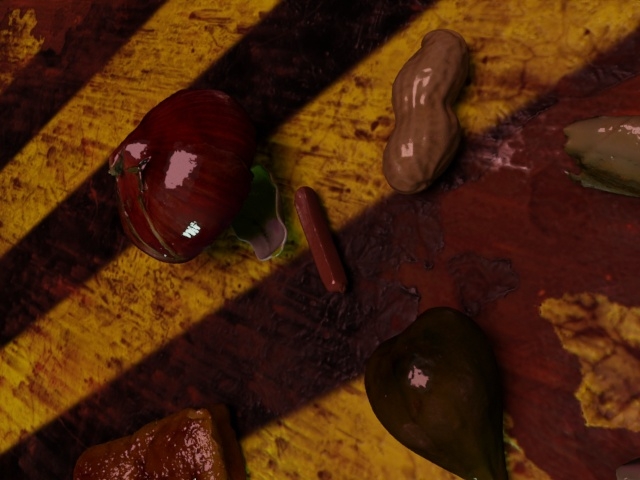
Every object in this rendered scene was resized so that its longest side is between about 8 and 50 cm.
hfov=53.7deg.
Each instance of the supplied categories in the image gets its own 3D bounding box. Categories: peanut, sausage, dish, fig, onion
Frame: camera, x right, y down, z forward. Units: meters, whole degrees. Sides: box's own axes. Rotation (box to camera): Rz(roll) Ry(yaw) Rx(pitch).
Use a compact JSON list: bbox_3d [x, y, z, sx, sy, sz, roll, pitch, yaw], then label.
[{"bbox_3d":[0.116,-0.141,0.691,0.082,0.082,0.187,5,82,36],"label":"peanut"},{"bbox_3d":[0.000,0.000,0.770,0.035,0.030,0.147,-32,63,29],"label":"sausage"},{"bbox_3d":[-0.070,-0.030,0.820,0.091,0.039,0.137,-46,55,23],"label":"dish"},{"bbox_3d":[0.121,0.159,0.597,0.132,0.126,0.185,-34,58,10],"label":"fig"},{"bbox_3d":[-0.180,-0.090,0.818,0.248,0.161,0.248,-38,24,20],"label":"onion"}]

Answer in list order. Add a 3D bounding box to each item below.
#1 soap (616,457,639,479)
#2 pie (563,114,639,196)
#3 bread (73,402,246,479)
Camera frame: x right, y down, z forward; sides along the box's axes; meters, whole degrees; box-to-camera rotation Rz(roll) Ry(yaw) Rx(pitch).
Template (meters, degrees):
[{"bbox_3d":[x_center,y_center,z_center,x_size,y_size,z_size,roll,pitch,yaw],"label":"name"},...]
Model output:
[{"bbox_3d":[0.327,0.237,0.424,0.199,0.138,0.182,-14,72,33],"label":"soap"},{"bbox_3d":[0.325,-0.049,0.494,0.282,0.128,0.069,16,78,39],"label":"pie"},{"bbox_3d":[-0.220,0.314,0.835,0.270,0.077,0.139,-25,70,26],"label":"bread"}]
